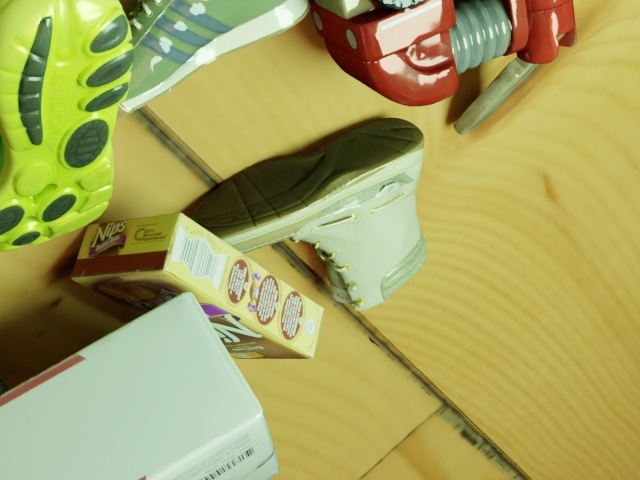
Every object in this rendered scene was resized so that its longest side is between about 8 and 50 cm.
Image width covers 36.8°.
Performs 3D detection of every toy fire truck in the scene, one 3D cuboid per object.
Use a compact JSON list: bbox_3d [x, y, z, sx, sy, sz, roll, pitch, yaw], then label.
[{"bbox_3d":[0.108,-0.164,0.757,0.217,0.158,0.246,-26,123,-14],"label":"toy fire truck"}]

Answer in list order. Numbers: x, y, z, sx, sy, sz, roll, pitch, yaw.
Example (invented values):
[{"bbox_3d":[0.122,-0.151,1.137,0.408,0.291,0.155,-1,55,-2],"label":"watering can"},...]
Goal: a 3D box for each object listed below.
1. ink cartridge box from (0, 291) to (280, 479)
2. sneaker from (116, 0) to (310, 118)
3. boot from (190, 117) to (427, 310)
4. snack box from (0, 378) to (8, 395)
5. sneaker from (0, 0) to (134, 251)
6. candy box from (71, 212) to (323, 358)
[{"bbox_3d":[-0.147,0.173,0.784,0.197,0.114,0.273,-29,160,-11],"label":"ink cartridge box"},{"bbox_3d":[-0.104,-0.160,0.667,0.192,0.064,0.086,-30,127,-11],"label":"sneaker"},{"bbox_3d":[0.000,0.000,0.846,0.213,0.077,0.165,-24,136,-15],"label":"boot"},{"bbox_3d":[-0.346,0.111,0.709,0.174,0.070,0.207,-29,134,-13],"label":"snack box"},{"bbox_3d":[-0.190,-0.086,0.612,0.109,0.124,0.295,-12,156,-33],"label":"sneaker"},{"bbox_3d":[-0.095,0.044,0.790,0.186,0.109,0.053,35,59,-44],"label":"candy box"}]
